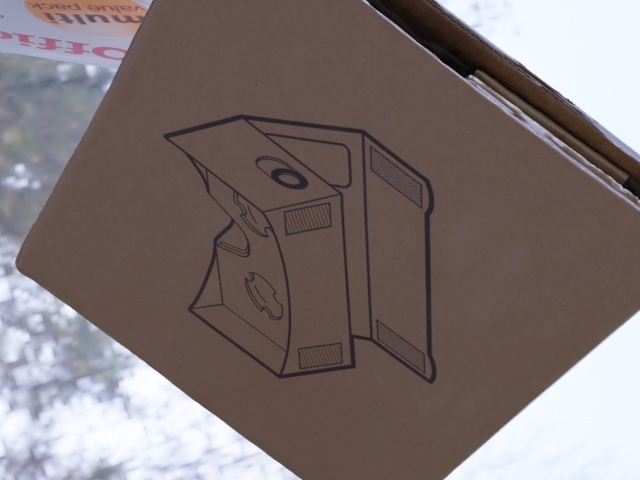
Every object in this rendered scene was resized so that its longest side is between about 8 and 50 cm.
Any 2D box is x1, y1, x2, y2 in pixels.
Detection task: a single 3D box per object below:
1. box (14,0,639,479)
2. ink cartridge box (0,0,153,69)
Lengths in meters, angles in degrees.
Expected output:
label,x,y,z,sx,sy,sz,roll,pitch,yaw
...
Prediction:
label,x,y,z,sx,sy,sz,roll,pitch,yaw
box,0.000,0.000,0.567,0.164,0.021,0.201,37,-40,-2
ink cartridge box,-0.107,-0.172,0.554,0.233,0.171,0.168,115,-16,-76
